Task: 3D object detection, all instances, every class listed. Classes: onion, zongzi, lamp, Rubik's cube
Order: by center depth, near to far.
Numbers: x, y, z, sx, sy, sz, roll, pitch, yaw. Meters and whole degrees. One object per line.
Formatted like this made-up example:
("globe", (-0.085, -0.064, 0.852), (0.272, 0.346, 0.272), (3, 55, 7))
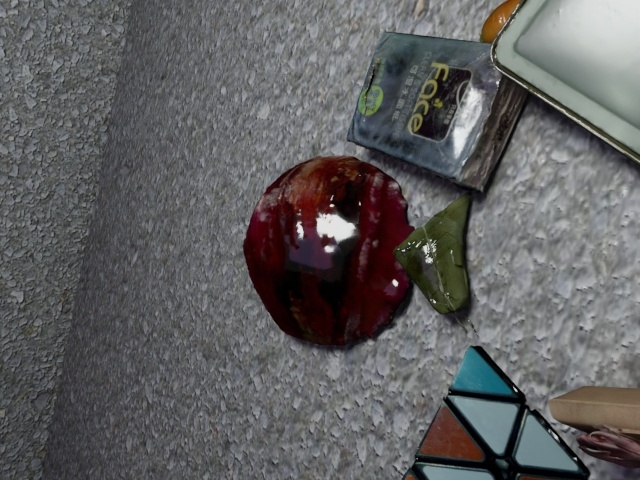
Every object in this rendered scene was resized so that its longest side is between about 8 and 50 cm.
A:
("lamp", (0.332, -0.216, 0.486), (0.269, 0.047, 0.266), (47, 117, 26))
("Rubik's cube", (0.220, 0.312, 0.548), (0.234, 0.284, 0.250), (11, 118, 29))
("zongzi", (0.182, 0.030, 0.669), (0.130, 0.062, 0.154), (-39, 62, 11))
("onion", (0.000, 0.000, 0.807), (0.280, 0.146, 0.314), (-2, 78, 45))

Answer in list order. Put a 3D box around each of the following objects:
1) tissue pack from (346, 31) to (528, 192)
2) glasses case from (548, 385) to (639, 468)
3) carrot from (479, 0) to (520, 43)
("tissue pack", (0.148, -0.181, 0.718), (0.235, 0.073, 0.173), (34, 107, 47))
("glasses case", (0.302, 0.173, 0.456), (0.193, 0.102, 0.070), (-13, 80, 47))
("carrot", (0.297, -0.269, 0.580), (0.271, 0.062, 0.066), (-5, 47, 45))
